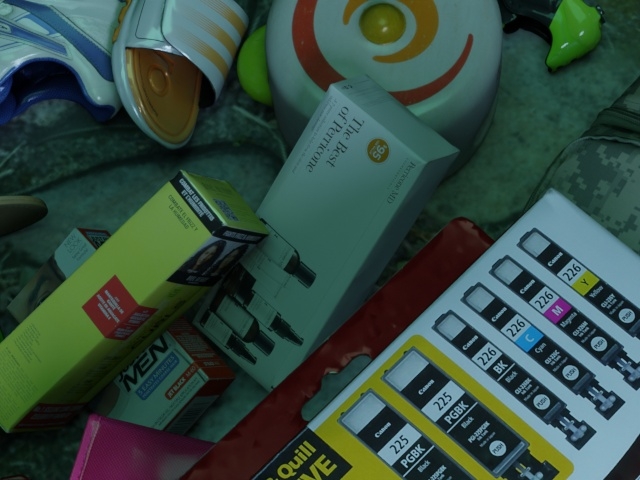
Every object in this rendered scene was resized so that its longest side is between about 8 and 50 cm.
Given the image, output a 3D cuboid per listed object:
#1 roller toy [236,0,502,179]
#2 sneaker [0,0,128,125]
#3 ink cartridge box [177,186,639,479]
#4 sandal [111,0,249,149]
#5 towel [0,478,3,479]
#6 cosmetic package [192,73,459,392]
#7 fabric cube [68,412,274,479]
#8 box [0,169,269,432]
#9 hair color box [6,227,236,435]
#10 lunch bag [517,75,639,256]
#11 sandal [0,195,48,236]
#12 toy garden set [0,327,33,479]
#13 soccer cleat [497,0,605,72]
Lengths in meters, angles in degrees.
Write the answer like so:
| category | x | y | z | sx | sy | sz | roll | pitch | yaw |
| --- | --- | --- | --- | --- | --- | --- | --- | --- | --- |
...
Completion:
| category | x | y | z | sx | sy | sz | roll | pitch | yaw |
| --- | --- | --- | --- | --- | --- | --- | --- | --- | --- |
| roller toy | 0.054 | -0.147 | 1.403 | 0.209 | 0.146 | 0.191 | -33 | 71 | -10 |
| sneaker | -0.299 | -0.164 | 1.451 | 0.296 | 0.112 | 0.131 | 2 | 69 | 5 |
| ink cartridge box | 0.081 | 0.133 | 1.031 | 0.272 | 0.130 | 0.309 | 40 | 71 | 21 |
| sandal | -0.103 | -0.207 | 1.452 | 0.076 | 0.102 | 0.265 | -9 | 62 | 38 |
| towel | -0.328 | 0.240 | 1.168 | 0.271 | 0.370 | 0.040 | -42 | 51 | -12 |
| cosmetic package | 0.000 | 0.000 | 1.318 | 0.099 | 0.060 | 0.239 | 39 | 119 | 16 |
| fabric cube | -0.049 | 0.295 | 1.176 | 0.258 | 0.259 | 0.254 | 10 | 68 | 8 |
| box | -0.150 | 0.047 | 1.285 | 0.232 | 0.087 | 0.058 | -42 | 73 | 12 |
| hair color box | -0.157 | 0.080 | 1.360 | 0.167 | 0.053 | 0.093 | 46 | 104 | 19 |
| lunch bag | 0.296 | 0.028 | 1.234 | 0.256 | 0.212 | 0.305 | -45 | 43 | -15 |
| sandal | -0.348 | -0.030 | 1.415 | 0.240 | 0.088 | 0.079 | -17 | 72 | 3 |
| toy garden set | -0.337 | 0.185 | 1.353 | 0.244 | 0.049 | 0.204 | -22 | 67 | -6 |
| soccer cleat | 0.168 | -0.223 | 1.475 | 0.072 | 0.060 | 0.179 | -37 | 71 | 3 |
